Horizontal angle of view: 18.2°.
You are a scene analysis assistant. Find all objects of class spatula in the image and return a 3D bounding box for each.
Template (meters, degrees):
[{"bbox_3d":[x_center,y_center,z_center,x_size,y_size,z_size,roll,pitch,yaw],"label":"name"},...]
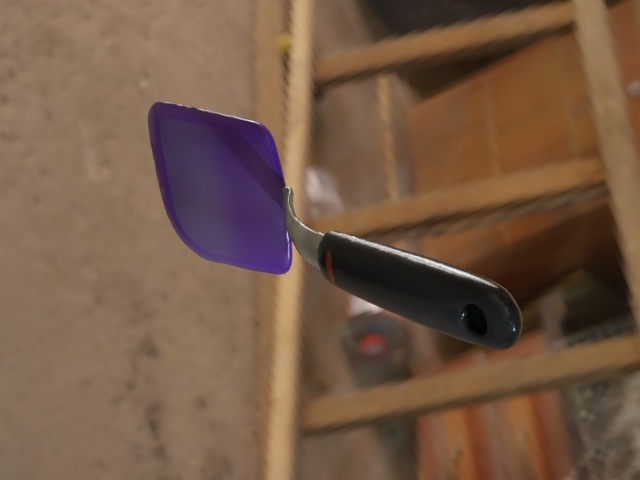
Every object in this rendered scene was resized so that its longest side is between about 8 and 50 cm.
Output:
[{"bbox_3d":[0.000,0.000,0.900,0.030,0.296,0.084,-18,113,-24],"label":"spatula"}]
